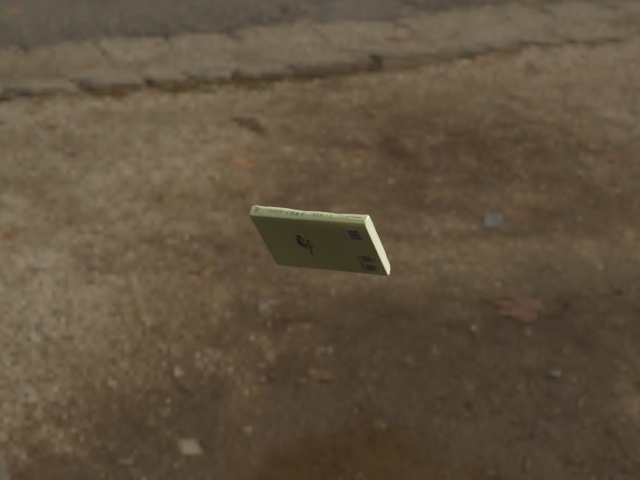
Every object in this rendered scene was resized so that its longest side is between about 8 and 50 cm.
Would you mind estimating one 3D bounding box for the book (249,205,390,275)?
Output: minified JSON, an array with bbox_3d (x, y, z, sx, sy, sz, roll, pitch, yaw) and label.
[{"bbox_3d":[0.000,-0.001,1.271,0.111,0.077,0.014,6,56,24],"label":"book"}]
